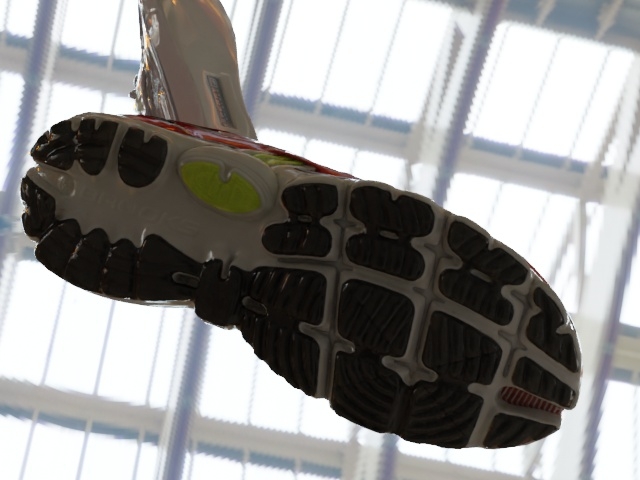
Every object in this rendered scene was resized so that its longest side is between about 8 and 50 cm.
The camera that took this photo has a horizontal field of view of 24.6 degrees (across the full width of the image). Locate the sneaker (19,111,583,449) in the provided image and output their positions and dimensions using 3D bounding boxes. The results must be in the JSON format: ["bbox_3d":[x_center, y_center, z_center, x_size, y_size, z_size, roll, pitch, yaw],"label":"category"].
[{"bbox_3d":[0.000,0.000,0.682,0.279,0.118,0.107,25,-71,17],"label":"sneaker"}]

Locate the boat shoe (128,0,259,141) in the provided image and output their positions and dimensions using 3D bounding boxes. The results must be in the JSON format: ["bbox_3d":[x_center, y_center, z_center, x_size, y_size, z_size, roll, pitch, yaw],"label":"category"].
[{"bbox_3d":[-0.079,-0.080,0.838,0.063,0.066,0.184,-31,-111,31],"label":"boat shoe"}]
